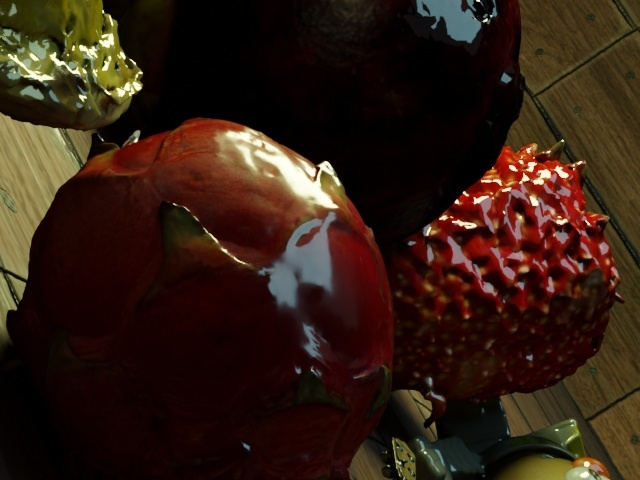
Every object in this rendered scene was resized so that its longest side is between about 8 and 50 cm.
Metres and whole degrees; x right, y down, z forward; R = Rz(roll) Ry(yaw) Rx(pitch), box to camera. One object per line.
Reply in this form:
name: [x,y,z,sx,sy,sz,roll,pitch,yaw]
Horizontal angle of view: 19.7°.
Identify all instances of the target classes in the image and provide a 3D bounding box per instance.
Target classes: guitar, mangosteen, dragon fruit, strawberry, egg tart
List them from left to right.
egg tart: [-0.225,-0.173,1.110,0.294,0.116,0.295,29,16,-9]
dragon fruit: [-0.065,0.051,1.086,0.241,0.241,0.252,51,42,-31]
mangosteen: [-0.008,-0.178,1.738,0.421,0.381,0.381,25,-13,39]
guitar: [0.079,0.267,1.639,0.084,0.038,0.271,52,13,-28]
strawberry: [0.147,0.064,1.927,0.292,0.343,0.292,31,-40,30]

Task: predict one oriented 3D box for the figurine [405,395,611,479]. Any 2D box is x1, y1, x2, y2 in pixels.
figurine: [0.228,0.279,1.934,0.342,0.167,0.285,8,20,-11]
